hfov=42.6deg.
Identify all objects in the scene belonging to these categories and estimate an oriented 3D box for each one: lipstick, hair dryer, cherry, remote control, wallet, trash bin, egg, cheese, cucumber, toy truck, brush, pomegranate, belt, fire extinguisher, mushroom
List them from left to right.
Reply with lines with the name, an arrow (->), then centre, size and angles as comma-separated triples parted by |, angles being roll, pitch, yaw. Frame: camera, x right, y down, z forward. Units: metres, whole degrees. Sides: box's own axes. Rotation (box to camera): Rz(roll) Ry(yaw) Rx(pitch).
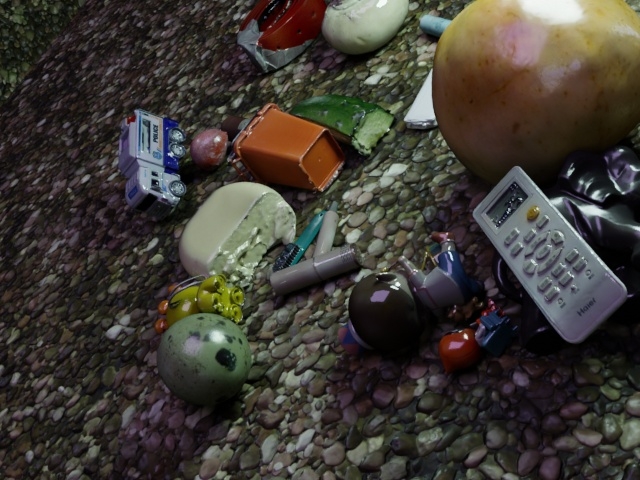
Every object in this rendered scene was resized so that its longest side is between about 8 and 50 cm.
toy truck -> -0.445, -0.197, 2.143 | 0.124, 0.155, 0.268 | -39, 46, 41
cherry -> -0.325, -0.210, 2.188 | 0.225, 0.090, 0.107 | -47, 58, 21
egg -> -0.234, 0.229, 1.601 | 0.228, 0.177, 0.177 | -3, 49, 55
cheese -> -0.192, -0.010, 1.844 | 0.233, 0.127, 0.266 | 22, 70, 44
fire extinguisher -> -0.156, -0.283, 2.135 | 0.099, 0.071, 0.231 | -29, 30, -36
belt -> -0.115, -0.627, 2.403 | 0.227, 0.115, 0.324 | 8, 55, 45
trash bin -> -0.079, -0.198, 1.917 | 0.239, 0.161, 0.184 | 22, 68, 44
brush -> -0.046, 0.003, 1.790 | 0.043, 0.032, 0.193 | 14, 63, 45
hair dryer -> -0.011, 0.002, 1.745 | 0.195, 0.053, 0.220 | -22, 41, 18
cucumber -> 0.031, -0.304, 1.981 | 0.145, 0.105, 0.325 | -49, 37, -12
mushroom -> 0.104, -0.609, 2.146 | 0.246, 0.202, 0.246 | -30, 30, 20
wallet -> 0.261, -0.327, 1.876 | 0.095, 0.033, 0.190 | 2, 52, 41
lipstick -> 0.308, -0.519, 2.016 | 0.048, 0.048, 0.158 | -44, 38, -7
pomegranate -> 0.396, -0.263, 1.451 | 0.412, 0.411, 0.411 | -21, 42, 20
remote control -> 0.335, 0.017, 1.211 | 0.109, 0.055, 0.313 | -50, 36, 20

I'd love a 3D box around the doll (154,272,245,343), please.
doll -> -0.269, 0.147, 1.738 | 0.221, 0.135, 0.143 | -13, 59, 33

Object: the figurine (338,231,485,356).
figurine -> 0.147, 0.106, 1.454 | 0.276, 0.161, 0.158 | -29, 16, 9

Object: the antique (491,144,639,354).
antique -> 0.423, 0.000, 1.307 | 0.322, 0.185, 0.255 | -26, 42, 21

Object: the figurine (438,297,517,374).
figurine -> 0.257, 0.168, 1.367 | 0.140, 0.068, 0.075 | -41, 41, 7
